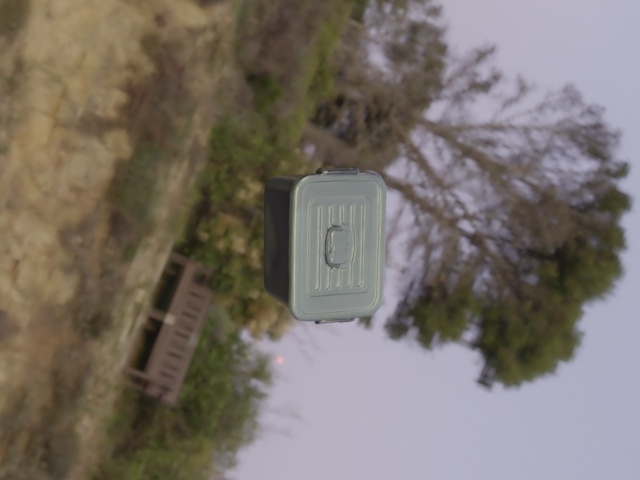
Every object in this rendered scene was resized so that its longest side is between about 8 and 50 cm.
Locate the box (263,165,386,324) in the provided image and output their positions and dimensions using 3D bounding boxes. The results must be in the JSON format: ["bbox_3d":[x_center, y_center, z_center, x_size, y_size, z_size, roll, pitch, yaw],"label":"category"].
[{"bbox_3d":[0.000,0.000,1.082,0.069,0.084,0.122,18,-72,61],"label":"box"}]
